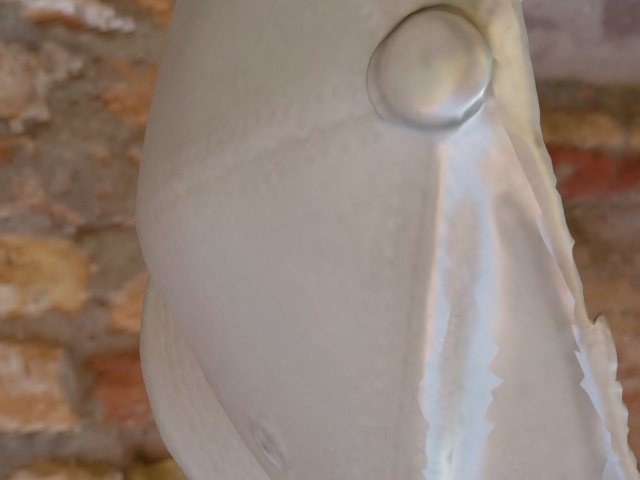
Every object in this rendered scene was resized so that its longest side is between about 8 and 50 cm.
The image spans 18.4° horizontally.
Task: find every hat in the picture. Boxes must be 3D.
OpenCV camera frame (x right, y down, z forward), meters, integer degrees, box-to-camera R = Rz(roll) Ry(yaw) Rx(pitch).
[{"bbox_3d":[0.008,-0.001,0.496,0.168,0.258,0.301,0,164,-31],"label":"hat"}]
